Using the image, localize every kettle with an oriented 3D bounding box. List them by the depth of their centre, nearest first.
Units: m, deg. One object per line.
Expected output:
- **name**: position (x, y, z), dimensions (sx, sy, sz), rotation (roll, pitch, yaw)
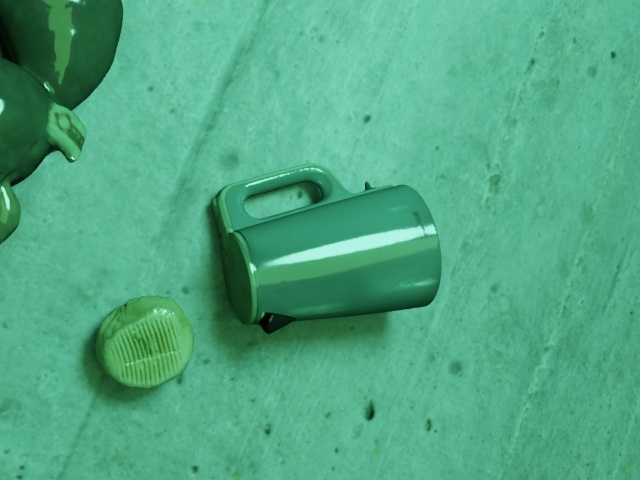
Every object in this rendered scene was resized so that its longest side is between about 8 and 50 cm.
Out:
- **kettle**: position (0.000, 0.000, 1.310), dimensions (0.243, 0.160, 0.210), rotation (-9, 75, -21)

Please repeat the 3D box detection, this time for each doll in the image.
- **doll**: position (-0.418, -0.214, 1.072), dimensions (0.382, 0.252, 0.378), rotation (48, 38, -31)

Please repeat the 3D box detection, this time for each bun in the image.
- **bun**: position (-0.206, 0.115, 1.234), dimensions (0.115, 0.069, 0.115), rotation (-6, 110, -16)
